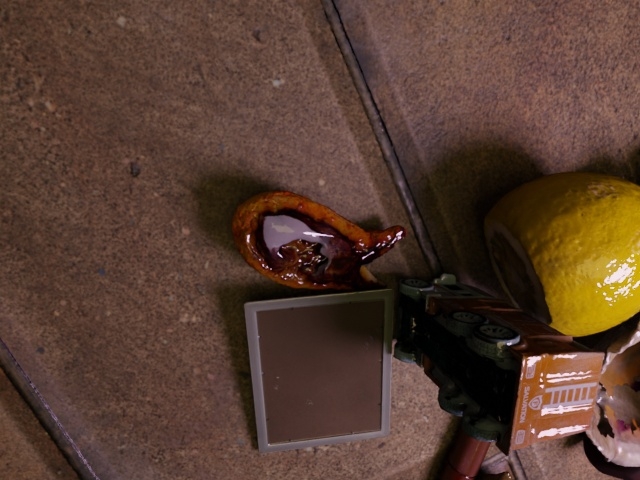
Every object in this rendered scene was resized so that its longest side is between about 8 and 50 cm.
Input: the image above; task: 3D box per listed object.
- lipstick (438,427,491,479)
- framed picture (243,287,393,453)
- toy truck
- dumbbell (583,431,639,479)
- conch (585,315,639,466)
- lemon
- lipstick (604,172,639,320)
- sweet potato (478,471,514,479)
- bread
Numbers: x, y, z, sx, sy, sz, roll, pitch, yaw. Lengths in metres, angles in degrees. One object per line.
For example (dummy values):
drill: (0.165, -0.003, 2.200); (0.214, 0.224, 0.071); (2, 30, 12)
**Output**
lipstick: (0.271, 0.359, 0.845); (0.058, 0.057, 0.356); (18, 98, -12)
framed picture: (0.003, 0.215, 0.773); (0.233, 0.019, 0.295); (-4, 111, -7)
toy truck: (0.226, 0.146, 0.670); (0.163, 0.305, 0.136); (-1, 103, -16)
dumbbell: (0.603, 0.418, 0.865); (0.225, 0.140, 0.124); (43, 64, -15)
conch: (0.532, 0.208, 0.735); (0.297, 0.210, 0.352); (-35, 104, 13)
lemon: (0.378, 0.010, 0.689); (0.220, 0.240, 0.240); (-23, 104, 4)
lipstick: (0.501, 0.016, 0.799); (0.070, 0.070, 0.254); (-25, 105, -3)
sweet potato: (0.361, 0.585, 0.872); (0.131, 0.130, 0.422); (-23, 107, -3)
bread: (-0.006, 0.006, 0.716); (0.269, 0.095, 0.139); (13, 113, -26)
